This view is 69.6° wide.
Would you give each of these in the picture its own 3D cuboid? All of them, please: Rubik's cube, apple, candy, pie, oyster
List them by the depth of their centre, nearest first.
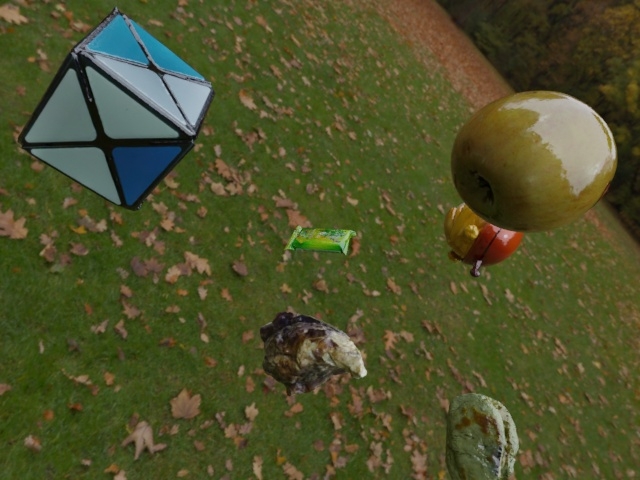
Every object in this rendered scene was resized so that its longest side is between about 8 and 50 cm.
[{"bbox_3d":[0.258,-0.097,0.568,0.182,0.155,0.182,55,-8,12],"label":"apple"},{"bbox_3d":[-0.388,-0.251,0.917,0.246,0.250,0.248,35,30,-29],"label":"Rubik's cube"},{"bbox_3d":[-0.043,0.284,1.159,0.275,0.271,0.100,51,28,18],"label":"oyster"},{"bbox_3d":[0.416,0.534,1.221,0.090,0.201,0.248,26,65,-43],"label":"pie"},{"bbox_3d":[0.000,-0.001,1.240,0.102,0.178,0.032,-56,143,-48],"label":"candy"}]

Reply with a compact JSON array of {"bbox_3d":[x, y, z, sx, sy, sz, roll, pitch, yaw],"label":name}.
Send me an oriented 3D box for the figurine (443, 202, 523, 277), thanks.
[{"bbox_3d":[0.475,-0.050,1.265,0.196,0.323,0.320,50,-16,22],"label":"figurine"}]
